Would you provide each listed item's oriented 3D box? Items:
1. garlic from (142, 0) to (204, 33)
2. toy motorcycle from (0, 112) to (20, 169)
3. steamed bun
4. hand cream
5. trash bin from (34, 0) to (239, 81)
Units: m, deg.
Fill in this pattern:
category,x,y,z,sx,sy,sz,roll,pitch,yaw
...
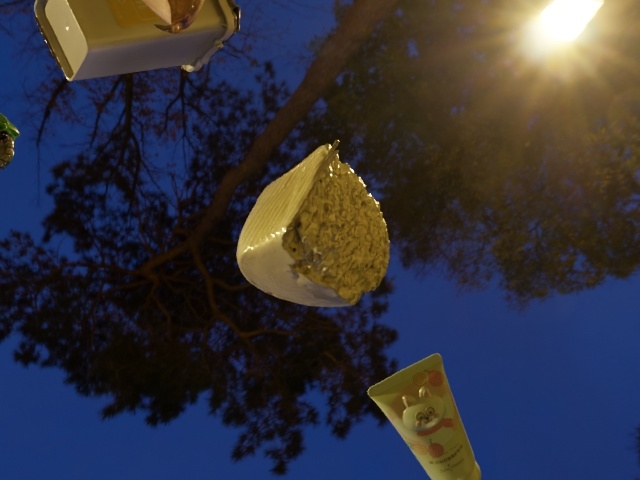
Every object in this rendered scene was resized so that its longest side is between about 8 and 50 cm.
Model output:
category,x,y,z,sx,sy,sz,roll,pitch,yaw
garlic,-0.213,-0.370,0.822,0.115,0.128,0.206,-42,-101,5
toy motorcycle,-0.443,-0.110,0.749,0.074,0.190,0.106,36,-133,-52
steamed bun,0.000,0.000,1.192,0.272,0.273,0.290,47,-137,-19
hand cream,0.212,0.355,1.125,0.147,0.093,0.306,-28,-69,2
trash bin,-0.401,-0.483,1.304,0.368,0.296,0.256,-29,-82,-36
